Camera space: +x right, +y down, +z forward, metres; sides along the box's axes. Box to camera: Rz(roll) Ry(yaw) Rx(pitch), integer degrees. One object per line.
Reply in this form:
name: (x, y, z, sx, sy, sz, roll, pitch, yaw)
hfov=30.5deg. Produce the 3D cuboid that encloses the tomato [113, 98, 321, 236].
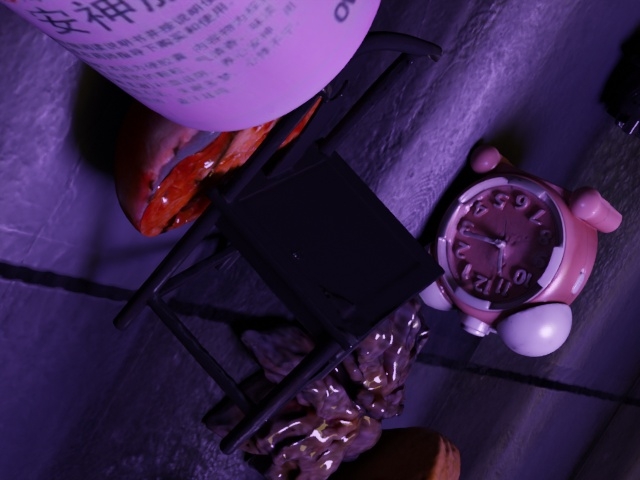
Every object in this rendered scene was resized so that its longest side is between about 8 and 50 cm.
tomato: (-0.069, -0.089, 0.758, 0.174, 0.082, 0.166, -37, 170, -26)

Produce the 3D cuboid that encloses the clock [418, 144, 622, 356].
clock: (0.178, 0.015, 1.081, 0.093, 0.166, 0.162, 29, 89, -56)

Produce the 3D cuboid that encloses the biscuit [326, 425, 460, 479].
biscuit: (-0.002, 0.295, 1.106, 0.052, 0.262, 0.277, 39, 64, -25)

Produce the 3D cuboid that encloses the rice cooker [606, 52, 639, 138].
rice cooker: (0.367, -0.139, 1.205, 0.165, 0.112, 0.106, 8, 119, -51)

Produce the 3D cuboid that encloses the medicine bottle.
medicine bottle: (-0.102, -0.187, 0.566, 0.178, 0.178, 0.290, -53, 145, 0)

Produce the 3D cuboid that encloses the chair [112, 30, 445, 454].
chair: (0.000, 0.000, 0.789, 0.260, 0.141, 0.154, -47, 172, 35)

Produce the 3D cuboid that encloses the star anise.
star anise: (0.018, 0.128, 1.043, 0.223, 0.109, 0.236, -43, 146, -7)
